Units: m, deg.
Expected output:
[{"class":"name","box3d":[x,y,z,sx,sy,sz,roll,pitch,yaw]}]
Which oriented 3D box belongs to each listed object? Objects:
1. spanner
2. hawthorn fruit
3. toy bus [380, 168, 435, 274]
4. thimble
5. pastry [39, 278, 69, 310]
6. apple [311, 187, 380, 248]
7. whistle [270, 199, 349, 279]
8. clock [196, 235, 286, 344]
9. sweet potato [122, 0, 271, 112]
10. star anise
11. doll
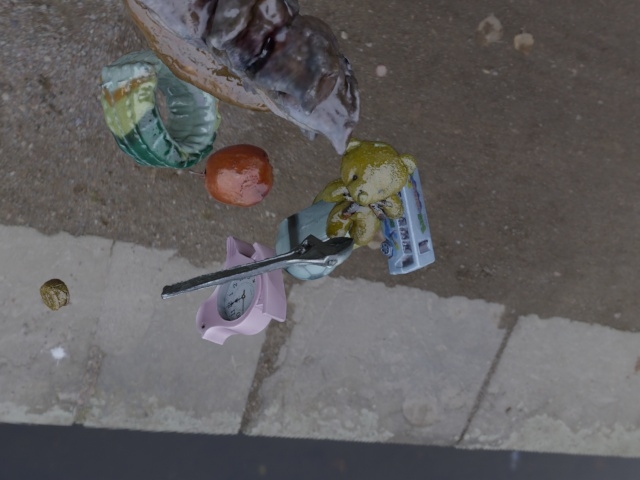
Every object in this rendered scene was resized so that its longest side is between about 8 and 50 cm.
[{"class":"spanner","box3d":[-0.100,0.046,0.974,0.325,0.093,0.026,-16,121,-3]},{"class":"hawthorn fruit","box3d":[-0.296,-0.214,1.957,0.299,0.211,0.211,3,112,6]},{"class":"toy bus","box3d":[0.237,-0.067,1.714,0.109,0.136,0.329,-18,100,-36]},{"class":"thimble","box3d":[-0.370,-0.308,1.384,0.288,0.167,0.254,51,51,-49]},{"class":"pastry","box3d":[-0.856,0.174,1.922,0.057,0.109,0.097,-32,90,-47]},{"class":"apple","box3d":[0.065,-0.062,1.572,0.200,0.200,0.200,-6,113,-15]},{"class":"whistle","box3d":[0.000,0.000,1.306,0.290,0.163,0.163,-25,122,31]},{"class":"clock","box3d":[-0.229,0.125,1.648,0.275,0.290,0.080,-29,142,29]},{"class":"sweet potato","box3d":[-0.208,-0.320,1.033,0.341,0.092,0.114,33,139,-17]},{"class":"star anise","box3d":[-0.054,-0.186,0.535,0.109,0.236,0.223,-55,160,9]},{"class":"doll","box3d":[0.069,-0.063,0.952,0.137,0.097,0.209,17,131,4]}]
